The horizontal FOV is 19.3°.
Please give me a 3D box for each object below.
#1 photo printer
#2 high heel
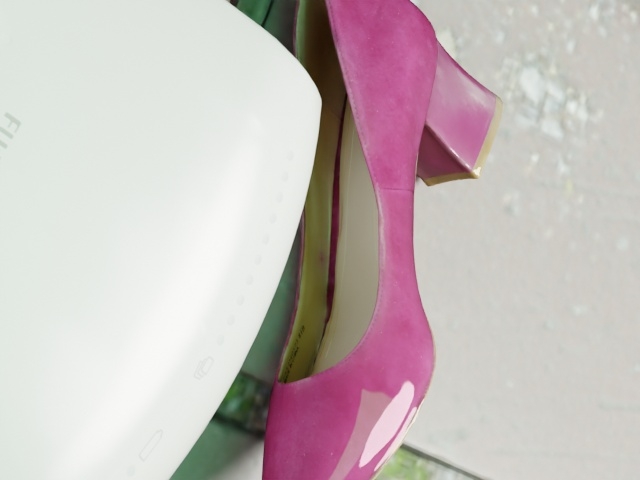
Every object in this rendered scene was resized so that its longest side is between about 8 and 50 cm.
[{"bbox_3d":[-0.156,-0.028,0.707,0.307,0.107,0.256,36,70,-21],"label":"photo printer"},{"bbox_3d":[0.000,0.000,0.800,0.117,0.082,0.244,36,66,-29],"label":"high heel"}]
